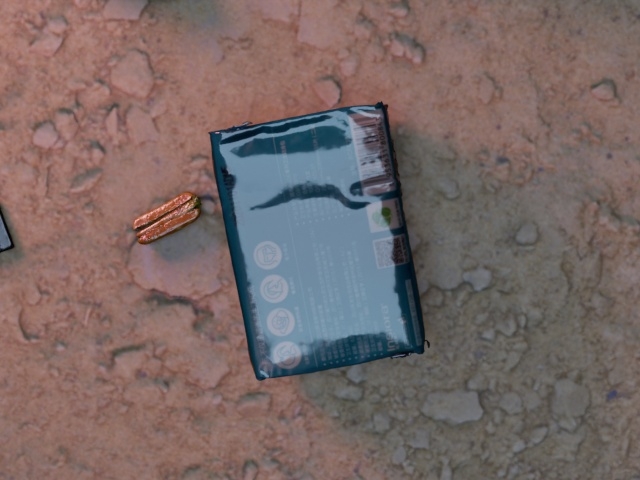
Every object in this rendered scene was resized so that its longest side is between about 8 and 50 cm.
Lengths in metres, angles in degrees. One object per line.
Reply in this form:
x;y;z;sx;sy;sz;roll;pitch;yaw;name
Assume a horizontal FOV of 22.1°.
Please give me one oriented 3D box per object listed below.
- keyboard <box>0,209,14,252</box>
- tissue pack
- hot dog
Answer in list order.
-0.440;0.013;1.792;0.204;0.013;0.061;-19;94;4;keyboard
0.000;0.000;1.714;0.192;0.134;0.271;-9;95;4;tissue pack
-0.164;-0.024;1.775;0.083;0.021;0.037;-24;74;7;hot dog
